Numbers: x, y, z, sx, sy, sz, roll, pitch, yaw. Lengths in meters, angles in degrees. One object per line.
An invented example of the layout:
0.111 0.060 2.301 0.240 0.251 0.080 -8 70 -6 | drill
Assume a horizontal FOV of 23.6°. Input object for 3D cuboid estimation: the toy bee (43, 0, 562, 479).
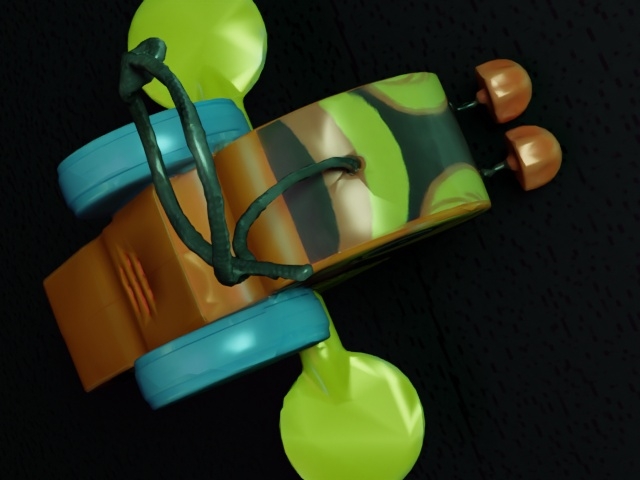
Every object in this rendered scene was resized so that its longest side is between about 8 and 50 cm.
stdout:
0.000 0.000 0.545 0.298 0.162 0.195 20 127 66 | toy bee
